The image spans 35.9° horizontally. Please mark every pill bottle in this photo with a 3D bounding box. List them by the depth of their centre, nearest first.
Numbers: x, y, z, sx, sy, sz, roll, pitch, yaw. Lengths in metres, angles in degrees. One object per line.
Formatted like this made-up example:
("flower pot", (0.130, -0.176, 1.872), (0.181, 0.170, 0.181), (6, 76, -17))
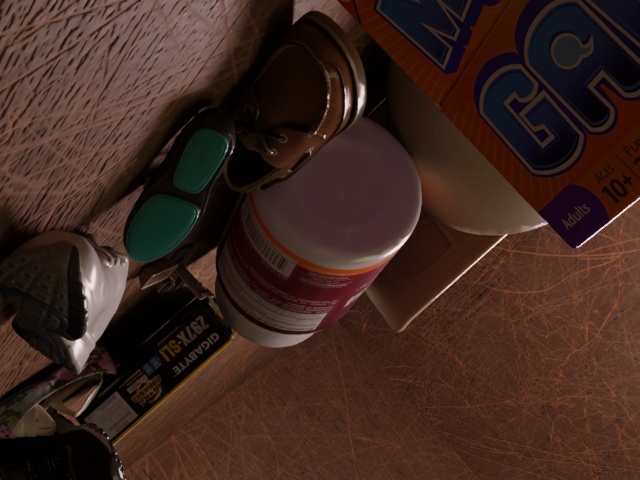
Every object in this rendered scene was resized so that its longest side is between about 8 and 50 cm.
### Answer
("pill bottle", (-0.024, 0.004, 1.407), (0.224, 0.224, 0.392), (-38, 171, -28))

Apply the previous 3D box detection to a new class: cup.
("cup", (0.218, -0.203, 1.313), (0.331, 0.331, 0.237), (-42, 145, 3))

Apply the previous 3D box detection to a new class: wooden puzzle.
("wooden puzzle", (0.162, -0.079, 1.527), (0.348, 0.322, 0.080), (-46, 146, 17))

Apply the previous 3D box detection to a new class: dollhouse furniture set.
("dollhouse furniture set", (-0.210, 0.074, 1.402), (0.091, 0.081, 0.114), (-46, 171, 28))

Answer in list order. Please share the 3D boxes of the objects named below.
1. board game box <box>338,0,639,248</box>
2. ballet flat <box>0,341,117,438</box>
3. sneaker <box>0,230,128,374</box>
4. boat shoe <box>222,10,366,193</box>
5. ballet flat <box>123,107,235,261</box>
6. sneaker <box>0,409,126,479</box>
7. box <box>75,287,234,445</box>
("board game box", (0.272, -0.284, 0.810), (0.356, 0.356, 0.356), (-38, 171, -25))
("ballet flat", (-0.383, 0.230, 1.415), (0.221, 0.079, 0.077), (-36, 163, -34))
("sneaker", (-0.258, 0.040, 1.024), (0.129, 0.111, 0.297), (-55, -178, -23))
("boat shoe", (-0.038, -0.125, 1.058), (0.104, 0.111, 0.307), (-40, 172, -21))
("ballet flat", (-0.147, -0.062, 1.048), (0.203, 0.074, 0.074), (-53, 167, 33))
("sneaker", (-0.390, 0.326, 1.424), (0.124, 0.107, 0.283), (-28, -160, -37))
("box", (-0.260, 0.199, 1.622), (0.257, 0.079, 0.322), (-43, -175, -3))
